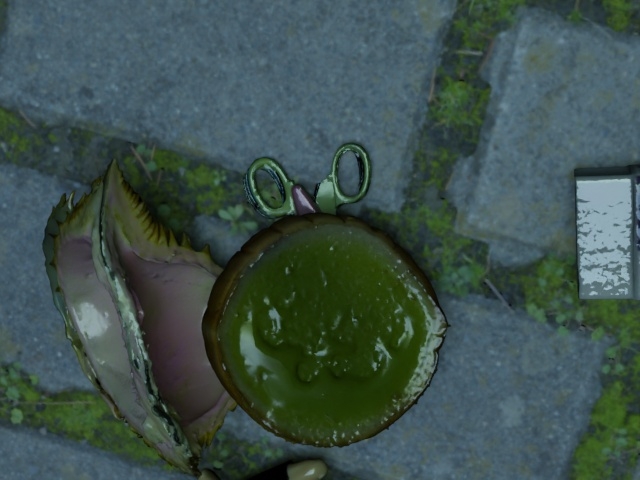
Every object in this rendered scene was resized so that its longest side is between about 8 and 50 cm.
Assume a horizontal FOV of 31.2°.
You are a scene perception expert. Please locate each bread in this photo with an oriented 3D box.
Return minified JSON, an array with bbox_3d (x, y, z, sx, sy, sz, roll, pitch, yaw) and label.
[{"bbox_3d":[0.006,0.085,1.099,0.236,0.070,0.236,-1,94,-16],"label":"bread"}]

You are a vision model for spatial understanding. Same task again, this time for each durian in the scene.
[{"bbox_3d":[-0.197,0.070,1.145,0.195,0.185,0.305,-10,109,39],"label":"durian"}]

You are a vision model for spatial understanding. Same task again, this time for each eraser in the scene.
[{"bbox_3d":[0.345,-0.010,1.068,0.210,0.068,0.125,-2,105,11],"label":"eraser"}]

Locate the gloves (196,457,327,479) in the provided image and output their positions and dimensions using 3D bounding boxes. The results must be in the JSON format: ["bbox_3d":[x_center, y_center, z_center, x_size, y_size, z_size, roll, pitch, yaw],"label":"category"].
[{"bbox_3d":[-0.095,0.345,1.186,0.301,0.152,0.197,-44,114,10],"label":"gloves"}]

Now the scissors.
[{"bbox_3d":[0.000,0.000,1.155,0.133,0.020,0.187,-10,99,15],"label":"scissors"}]
